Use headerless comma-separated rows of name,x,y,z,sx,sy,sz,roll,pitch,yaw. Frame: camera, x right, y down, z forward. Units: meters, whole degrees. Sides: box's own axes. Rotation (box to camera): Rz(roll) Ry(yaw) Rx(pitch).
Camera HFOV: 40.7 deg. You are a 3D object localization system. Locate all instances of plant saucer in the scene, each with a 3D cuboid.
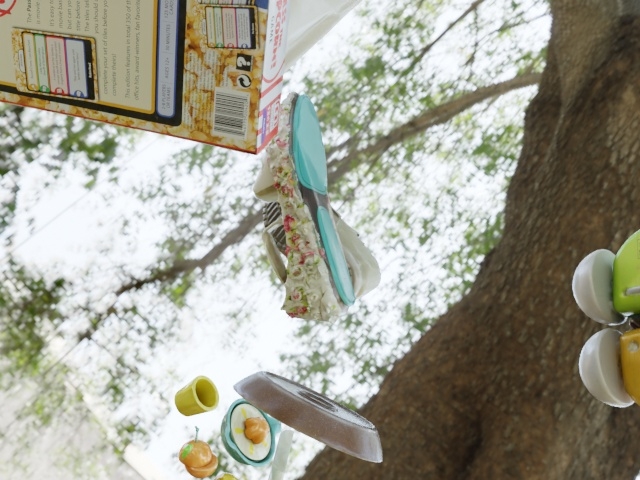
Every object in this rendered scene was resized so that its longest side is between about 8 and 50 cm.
plant saucer,-0.008,0.173,0.875,0.168,0.029,0.168,25,-4,2

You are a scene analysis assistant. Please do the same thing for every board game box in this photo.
board game box,-0.114,-0.139,0.482,0.193,0.045,0.147,13,-63,9

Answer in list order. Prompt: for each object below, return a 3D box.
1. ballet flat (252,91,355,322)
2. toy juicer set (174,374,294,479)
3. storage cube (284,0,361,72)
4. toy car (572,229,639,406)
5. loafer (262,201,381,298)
ballet flat,-0.027,-0.032,0.864,0.077,0.091,0.241,-16,-106,19
toy juicer set,-0.133,0.396,1.617,0.089,0.209,0.329,-28,-43,28
storage cube,-0.069,-0.250,0.607,0.215,0.183,0.193,-42,-110,12
toy car,0.340,0.078,0.825,0.136,0.182,0.159,15,-24,-38
loafer,0.000,0.000,1.306,0.102,0.092,0.268,-53,-132,23
